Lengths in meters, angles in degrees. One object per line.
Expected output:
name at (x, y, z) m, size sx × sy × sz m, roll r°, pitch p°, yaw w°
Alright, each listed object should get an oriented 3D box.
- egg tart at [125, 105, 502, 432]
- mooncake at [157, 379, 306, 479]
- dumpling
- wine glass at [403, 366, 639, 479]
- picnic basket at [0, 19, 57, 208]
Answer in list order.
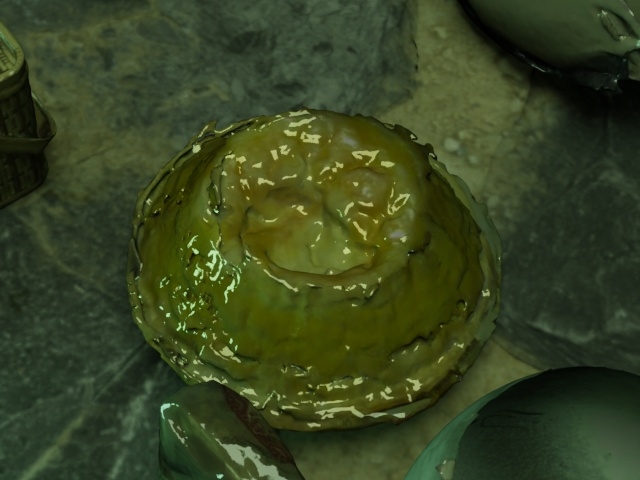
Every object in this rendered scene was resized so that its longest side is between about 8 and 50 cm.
egg tart at (0.000, 0.000, 1.218) m, size 0.315 × 0.120 × 0.315 m, roll 3°, pitch 54°, yaw -4°
mooncake at (-0.061, 0.167, 1.131) m, size 0.073 × 0.125 × 0.130 m, roll -34°, pitch 69°, yaw -31°
dumpling at (0.227, -0.231, 1.375) m, size 0.293 × 0.163 × 0.204 m, roll 41°, pitch 33°, yaw 20°
wine glass at (0.143, 0.217, 1.001) m, size 0.238 × 0.323 × 0.238 m, roll 2°, pitch 58°, yaw -3°
picnic basket at (-0.392, -0.106, 1.241) m, size 0.313 × 0.175 × 0.228 m, roll -30°, pitch 66°, yaw -19°
